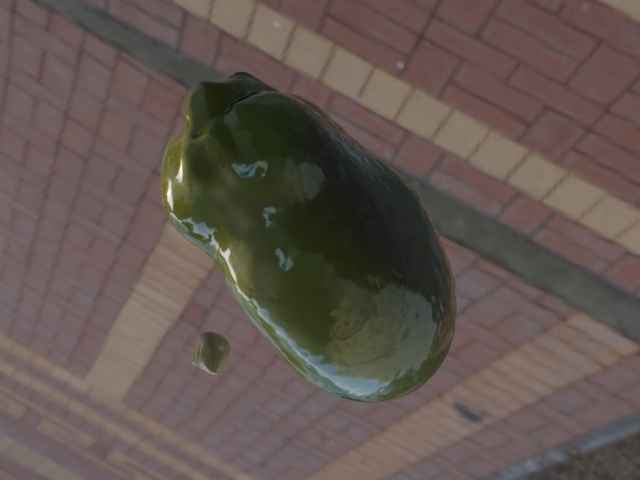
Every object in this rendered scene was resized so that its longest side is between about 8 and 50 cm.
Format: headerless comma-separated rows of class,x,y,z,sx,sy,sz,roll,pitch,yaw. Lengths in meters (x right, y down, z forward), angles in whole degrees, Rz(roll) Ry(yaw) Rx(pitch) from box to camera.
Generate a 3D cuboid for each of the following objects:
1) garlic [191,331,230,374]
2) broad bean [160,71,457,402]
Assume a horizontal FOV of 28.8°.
garlic,-0.141,0.144,1.599,0.041,0.053,0.083,17,172,-21
broad bean,-0.001,0.000,0.921,0.119,0.238,0.291,-32,130,24
